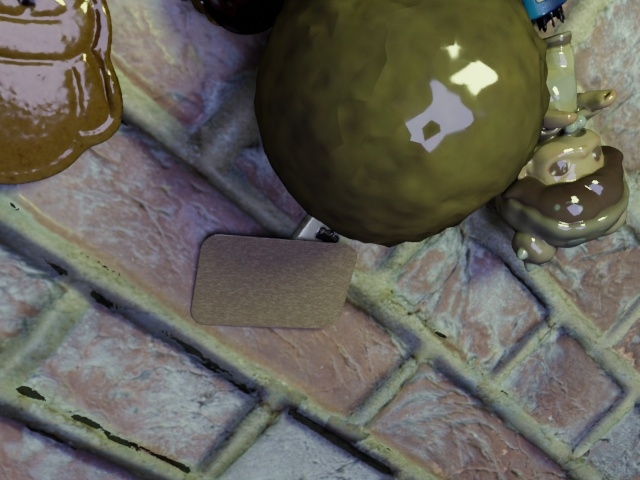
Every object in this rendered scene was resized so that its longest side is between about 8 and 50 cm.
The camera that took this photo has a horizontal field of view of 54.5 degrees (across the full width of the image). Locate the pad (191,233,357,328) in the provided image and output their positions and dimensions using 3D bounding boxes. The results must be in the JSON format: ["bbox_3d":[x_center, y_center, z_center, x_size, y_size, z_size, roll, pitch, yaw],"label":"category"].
[{"bbox_3d":[-0.076,0.074,1.047,0.266,0.002,0.176,5,118,-18],"label":"pad"}]

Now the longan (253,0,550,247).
[{"bbox_3d":[0.105,-0.186,0.806,0.391,0.391,0.391,-8,115,-18],"label":"longan"}]

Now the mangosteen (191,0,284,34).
[{"bbox_3d":[-0.118,-0.336,0.811,0.151,0.137,0.137,-3,119,17],"label":"mangosteen"}]

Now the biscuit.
[{"bbox_3d":[-0.415,-0.256,0.756,0.359,0.074,0.381,7,113,-26],"label":"biscuit"}]

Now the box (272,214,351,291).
[{"bbox_3d":[0.000,0.000,1.054,0.090,0.024,0.167,33,98,-28],"label":"box"}]

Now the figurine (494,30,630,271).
[{"bbox_3d":[0.396,-0.149,1.061,0.248,0.203,0.380,-23,108,-18],"label":"figurine"}]

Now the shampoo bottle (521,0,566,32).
[{"bbox_3d":[0.348,-0.425,0.989,0.087,0.050,0.183,-34,120,-7],"label":"shampoo bottle"}]
